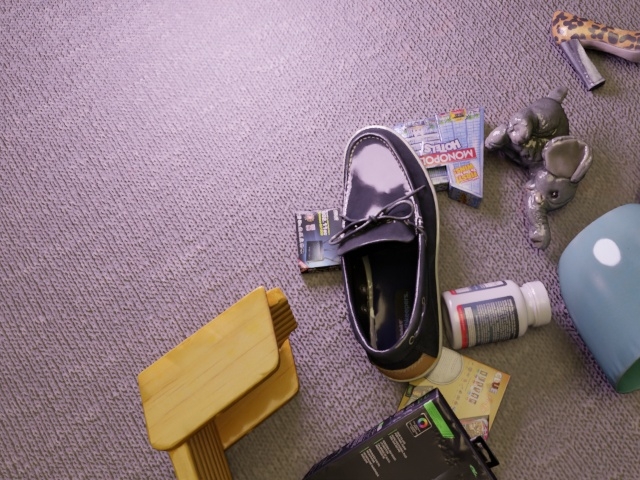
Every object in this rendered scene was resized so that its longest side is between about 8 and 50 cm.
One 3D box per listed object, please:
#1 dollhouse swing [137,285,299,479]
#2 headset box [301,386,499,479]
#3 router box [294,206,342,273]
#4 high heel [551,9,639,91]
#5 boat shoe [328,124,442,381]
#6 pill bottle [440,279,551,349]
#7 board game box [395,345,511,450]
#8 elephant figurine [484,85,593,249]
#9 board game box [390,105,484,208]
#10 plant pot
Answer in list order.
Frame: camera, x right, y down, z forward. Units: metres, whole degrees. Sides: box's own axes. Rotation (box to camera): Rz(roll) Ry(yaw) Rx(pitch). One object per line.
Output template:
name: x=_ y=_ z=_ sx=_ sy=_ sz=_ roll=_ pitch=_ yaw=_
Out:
dollhouse swing: x=-0.096 y=0.308 z=1.188 sx=0.315 sy=0.347 sz=0.305 roll=-36 pitch=72 yaw=-9
headset box: x=0.157 y=0.411 z=1.211 sx=0.283 sy=0.131 sz=0.246 roll=-32 pitch=81 yaw=4
router box: x=0.000 y=0.000 z=1.451 sx=0.092 sy=0.038 sz=0.123 roll=-6 pitch=71 yaw=0
high heel: x=0.618 y=-0.446 z=1.534 sx=0.261 sy=0.093 sz=0.186 roll=-28 pitch=78 yaw=3
boat shoe: x=0.118 y=0.001 z=1.357 sx=0.186 sy=0.156 sz=0.501 roll=-15 pitch=66 yaw=24
pill bottle: x=0.317 y=0.130 z=1.352 sx=0.180 sy=0.108 sz=0.108 roll=-10 pitch=71 yaw=0
board game box: x=0.218 y=0.321 z=1.328 sx=0.165 sy=0.042 sz=0.243 roll=23 pitch=74 yaw=11
elephant figurine: x=0.441 y=-0.139 z=1.431 sx=0.239 sy=0.186 sz=0.169 roll=55 pitch=39 yaw=7
board game box: x=0.247 y=-0.154 z=1.478 sx=0.194 sy=0.060 sz=0.194 roll=-10 pitch=70 yaw=0
plant pot: x=0.552 y=0.080 z=1.274 sx=0.292 sy=0.293 sz=0.235 roll=-28 pitch=57 yaw=-6
